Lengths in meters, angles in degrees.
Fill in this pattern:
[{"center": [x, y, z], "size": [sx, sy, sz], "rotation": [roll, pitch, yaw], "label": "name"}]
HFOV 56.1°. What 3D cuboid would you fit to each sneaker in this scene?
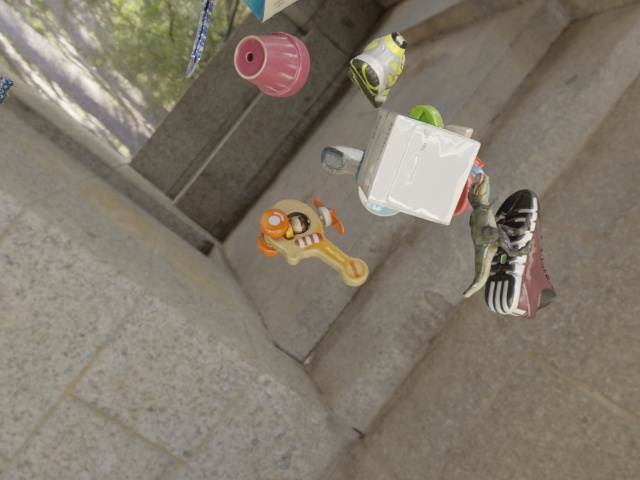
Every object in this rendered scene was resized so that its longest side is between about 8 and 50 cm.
[{"center": [0.150, -0.251, 2.026], "size": [0.129, 0.297, 0.111], "rotation": [-36, -28, -50], "label": "sneaker"}, {"center": [0.171, -0.475, 1.689], "size": [0.147, 0.145, 0.384], "rotation": [-42, 7, 5], "label": "sneaker"}, {"center": [0.453, 0.040, 1.313], "size": [0.106, 0.163, 0.281], "rotation": [-3, 67, 57], "label": "sneaker"}]

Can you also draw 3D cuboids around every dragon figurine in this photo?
[{"center": [-0.918, -0.436, 1.660], "size": [0.085, 0.144, 0.289], "rotation": [-51, 26, -11], "label": "dragon figurine"}]

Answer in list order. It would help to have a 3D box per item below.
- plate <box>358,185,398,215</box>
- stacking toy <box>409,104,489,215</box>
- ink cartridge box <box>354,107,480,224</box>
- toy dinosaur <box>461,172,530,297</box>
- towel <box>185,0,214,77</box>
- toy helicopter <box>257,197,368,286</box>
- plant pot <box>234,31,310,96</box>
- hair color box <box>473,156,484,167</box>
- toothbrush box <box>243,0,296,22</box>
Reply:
[{"center": [0.227, -0.180, 2.114], "size": [0.188, 0.188, 0.024], "rotation": [-49, 9, 8], "label": "plate"}, {"center": [0.367, -0.237, 1.700], "size": [0.131, 0.279, 0.309], "rotation": [-16, 35, -26], "label": "stacking toy"}, {"center": [0.214, -0.182, 1.407], "size": [0.270, 0.197, 0.198], "rotation": [-99, 27, -74], "label": "ink cartridge box"}, {"center": [0.330, -0.008, 1.117], "size": [0.118, 0.064, 0.268], "rotation": [-1, 56, 19], "label": "toy dinosaur"}, {"center": [-0.367, -0.694, 1.861], "size": [0.243, 0.040, 0.335], "rotation": [-175, 98, -72], "label": "towel"}, {"center": [0.000, 0.000, 1.758], "size": [0.235, 0.355, 0.140], "rotation": [-46, -15, -29], "label": "toy helicopter"}, {"center": [-0.163, -0.556, 1.870], "size": [0.201, 0.201, 0.180], "rotation": [-42, -17, 29], "label": "plant pot"}, {"center": [0.472, -0.209, 2.047], "size": [0.167, 0.053, 0.093], "rotation": [-36, -17, -18], "label": "hair color box"}, {"center": [-0.163, -0.778, 1.618], "size": [0.216, 0.295, 0.126], "rotation": [-39, -4, -18], "label": "toothbrush box"}]
